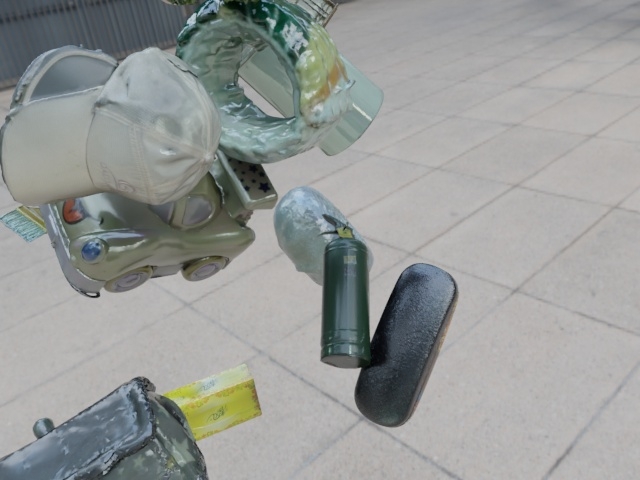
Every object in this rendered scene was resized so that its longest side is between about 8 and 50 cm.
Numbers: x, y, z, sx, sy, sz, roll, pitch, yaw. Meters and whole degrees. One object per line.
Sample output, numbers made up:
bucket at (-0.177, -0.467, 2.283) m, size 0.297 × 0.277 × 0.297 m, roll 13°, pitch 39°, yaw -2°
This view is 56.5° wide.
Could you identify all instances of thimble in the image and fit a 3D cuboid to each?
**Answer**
thimble at (-0.092, -0.261, 0.978) m, size 0.288 × 0.254 × 0.167 m, roll 28°, pitch 28°, yaw 11°

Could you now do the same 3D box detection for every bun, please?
bun at (0.000, 0.000, 1.840) m, size 0.211 × 0.362 × 0.362 m, roll -47°, pitch 27°, yaw 10°

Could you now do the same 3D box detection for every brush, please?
brush at (-0.513, -0.063, 1.160) m, size 0.082 × 0.010 × 0.218 m, roll 34°, pitch 34°, yaw 6°

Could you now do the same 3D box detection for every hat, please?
hat at (-0.257, -0.120, 0.756) m, size 0.275 × 0.232 × 0.161 m, roll -21°, pitch 55°, yaw -21°

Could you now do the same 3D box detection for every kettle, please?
kettle at (-0.048, -0.367, 1.401) m, size 0.265 × 0.318 × 0.205 m, roll -3°, pitch 55°, yaw 58°

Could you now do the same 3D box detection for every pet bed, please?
pet bed at (-0.257, 0.261, 0.691) m, size 0.210 × 0.159 × 0.183 m, roll -33°, pitch 10°, yaw -13°

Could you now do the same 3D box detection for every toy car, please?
toy car at (-0.272, -0.066, 1.022) m, size 0.336 × 0.226 × 0.242 m, roll -4°, pitch 59°, yaw -49°

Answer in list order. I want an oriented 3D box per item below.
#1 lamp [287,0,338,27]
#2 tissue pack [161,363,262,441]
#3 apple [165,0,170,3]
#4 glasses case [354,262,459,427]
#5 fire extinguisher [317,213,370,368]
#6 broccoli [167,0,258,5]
lamp at (-0.108, -0.690, 1.601) m, size 0.090 × 0.325 × 0.089 m, roll -55°, pitch 12°, yaw 0°
tissue pack at (-0.211, 0.322, 1.165) m, size 0.175 × 0.095 × 0.062 m, roll -17°, pitch 25°, yaw -17°
apple at (-0.312, -0.609, 1.184) m, size 0.286 × 0.233 × 0.286 m, roll 26°, pitch 17°, yaw -9°
glasses case at (0.164, 0.200, 1.146) m, size 0.122 × 0.321 × 0.082 m, roll 21°, pitch -2°, yaw 28°
fire extinguisher at (0.044, 0.091, 1.177) m, size 0.114 × 0.095 × 0.311 m, roll 9°, pitch 60°, yaw -9°
broccoli at (-0.126, -0.461, 0.812) m, size 0.288 × 0.235 × 0.260 m, roll -17°, pitch 39°, yaw -12°
